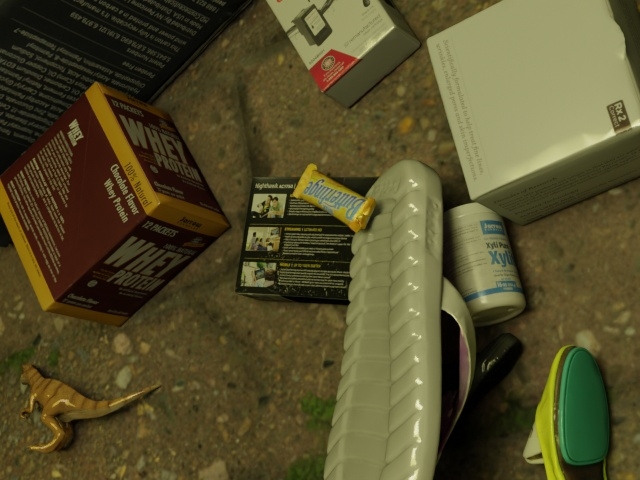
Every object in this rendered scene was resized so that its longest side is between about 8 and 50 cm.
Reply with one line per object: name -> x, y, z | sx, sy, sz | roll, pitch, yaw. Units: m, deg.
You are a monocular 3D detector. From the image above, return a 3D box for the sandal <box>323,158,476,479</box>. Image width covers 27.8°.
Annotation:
sandal -> 0.090, 0.115, 1.187 | 0.169, 0.102, 0.416 | -36, 42, 58

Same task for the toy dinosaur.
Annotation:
toy dinosaur -> -0.298, 0.195, 1.514 | 0.212, 0.064, 0.112 | 12, 84, 34

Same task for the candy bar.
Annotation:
candy bar -> 0.014, -0.043, 1.307 | 0.040, 0.018, 0.161 | -60, 28, 2

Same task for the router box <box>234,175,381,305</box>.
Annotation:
router box -> 0.000, 0.000, 1.376 | 0.179, 0.046, 0.133 | 2, 79, 33

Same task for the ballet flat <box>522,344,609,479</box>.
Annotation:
ballet flat -> 0.223, 0.212, 1.166 | 0.077, 0.077, 0.231 | -24, 67, 45

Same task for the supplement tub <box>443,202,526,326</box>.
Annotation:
supplement tub -> 0.154, 0.024, 1.254 | 0.071, 0.071, 0.107 | -23, 68, 27

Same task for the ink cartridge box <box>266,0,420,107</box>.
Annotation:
ink cartridge box -> 0.022, -0.239, 1.409 | 0.109, 0.063, 0.150 | -41, 60, 19

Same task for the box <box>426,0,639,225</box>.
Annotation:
box -> 0.221, -0.136, 1.220 | 0.182, 0.119, 0.181 | -24, 66, 27

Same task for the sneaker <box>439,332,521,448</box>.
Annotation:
sneaker -> 0.114, 0.139, 1.264 | 0.089, 0.051, 0.170 | 43, 106, 29

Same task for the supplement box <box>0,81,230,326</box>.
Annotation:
supplement box -> -0.245, -0.039, 1.495 | 0.194, 0.129, 0.191 | -41, 60, 19

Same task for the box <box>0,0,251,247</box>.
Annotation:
box -> -0.417, -0.336, 1.587 | 0.472, 0.297, 0.480 | -43, 59, 20
